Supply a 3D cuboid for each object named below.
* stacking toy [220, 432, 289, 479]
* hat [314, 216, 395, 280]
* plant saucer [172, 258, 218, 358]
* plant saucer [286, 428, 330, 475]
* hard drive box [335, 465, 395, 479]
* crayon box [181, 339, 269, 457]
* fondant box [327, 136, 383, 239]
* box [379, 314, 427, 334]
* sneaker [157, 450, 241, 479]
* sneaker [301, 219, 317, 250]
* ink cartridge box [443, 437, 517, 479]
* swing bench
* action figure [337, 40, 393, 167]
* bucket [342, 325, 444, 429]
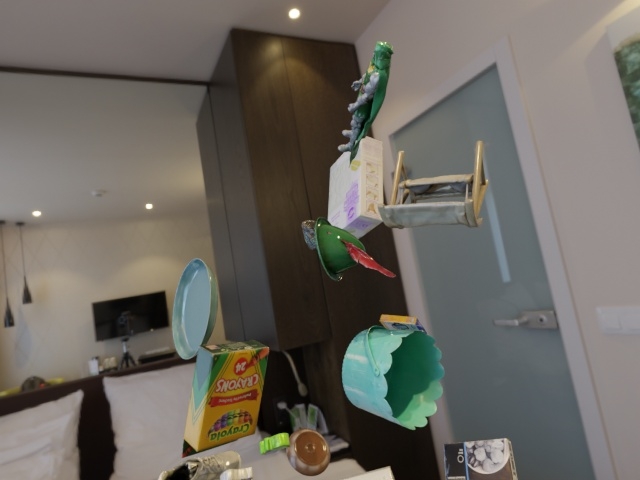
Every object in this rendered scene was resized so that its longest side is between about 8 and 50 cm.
[{"bbox_3d":[-0.083,0.399,0.583,0.052,0.167,0.221,13,-48,-31],"label":"stacking toy"},{"bbox_3d":[0.105,0.012,1.078,0.183,0.208,0.173,-17,-8,22],"label":"hat"},{"bbox_3d":[-0.402,0.218,1.305,0.044,0.317,0.317,11,-18,-36],"label":"plant saucer"},{"bbox_3d":[-0.046,0.886,1.715,0.198,0.198,0.036,-5,-47,-35],"label":"plant saucer"},{"bbox_3d":[0.088,0.684,0.983,0.232,0.089,0.181,-16,37,4],"label":"hard drive box"},{"bbox_3d":[-0.270,0.461,1.168,0.081,0.318,0.202,10,2,42],"label":"crayon box"},{"bbox_3d":[0.121,-0.175,1.458,0.096,0.330,0.238,13,-27,-23],"label":"fondant box"},{"bbox_3d":[0.264,0.266,1.269,0.136,0.028,0.081,-4,-39,35],"label":"box"},{"bbox_3d":[-0.353,0.691,1.198,0.110,0.118,0.292,30,20,38],"label":"sneaker"},{"bbox_3d":[0.000,0.000,1.840,0.101,0.106,0.267,-10,30,-25],"label":"sneaker"},{"bbox_3d":[0.460,0.692,1.164,0.206,0.208,0.045,-27,-48,35],"label":"ink cartridge box"},{"bbox_3d":[0.334,-0.133,1.174,0.253,0.254,0.165,1,-39,31],"label":"swing bench"},{"bbox_3d":[0.086,-0.264,0.758,0.063,0.137,0.232,15,-34,-5],"label":"action figure"},{"bbox_3d":[0.209,0.384,1.175,0.281,0.281,0.183,-4,0,-43],"label":"bucket"}]
